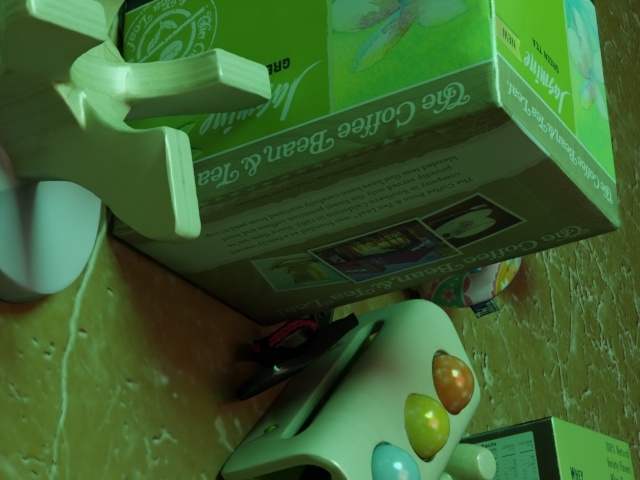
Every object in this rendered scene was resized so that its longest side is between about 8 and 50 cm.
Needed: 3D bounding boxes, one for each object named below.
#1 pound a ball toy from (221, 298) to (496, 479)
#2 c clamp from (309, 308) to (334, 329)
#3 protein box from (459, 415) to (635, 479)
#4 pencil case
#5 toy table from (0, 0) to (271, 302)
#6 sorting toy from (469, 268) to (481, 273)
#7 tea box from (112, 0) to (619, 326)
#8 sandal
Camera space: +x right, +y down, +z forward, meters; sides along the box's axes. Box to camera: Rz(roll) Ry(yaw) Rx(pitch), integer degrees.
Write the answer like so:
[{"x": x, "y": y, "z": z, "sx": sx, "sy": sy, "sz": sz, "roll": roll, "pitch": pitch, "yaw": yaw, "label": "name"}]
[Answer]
[{"x": 0.071, "y": 0.190, "z": 1.220, "sx": 0.208, "sy": 0.136, "sz": 0.319, "roll": 65, "pitch": 30, "yaw": -13, "label": "pound a ball toy"}, {"x": 0.000, "y": 0.000, "z": 1.293, "sx": 0.137, "sy": 0.022, "sz": 0.160, "roll": 75, "pitch": 19, "yaw": -50, "label": "c clamp"}, {"x": 0.227, "y": 0.300, "z": 1.430, "sx": 0.200, "sy": 0.136, "sz": 0.201, "roll": 24, "pitch": 55, "yaw": -53, "label": "protein box"}, {"x": 0.094, "y": -0.053, "z": 1.422, "sx": 0.284, "sy": 0.124, "sz": 0.124, "roll": 55, "pitch": 33, "yaw": -30, "label": "pencil case"}, {"x": -0.166, "y": -0.110, "z": 0.950, "sx": 0.252, "sy": 0.161, "sz": 0.274, "roll": -9, "pitch": 83, "yaw": -61, "label": "toy table"}, {"x": 0.169, "y": -0.108, "z": 1.409, "sx": 0.196, "sy": 0.047, "sz": 0.347, "roll": 60, "pitch": 29, "yaw": -18, "label": "sorting toy"}, {"x": 0.033, "y": -0.143, "z": 1.139, "sx": 0.220, "sy": 0.329, "sz": 0.323, "roll": 35, "pitch": 45, "yaw": -49, "label": "tea box"}, {"x": -0.025, "y": 0.087, "z": 1.185, "sx": 0.040, "sy": 0.067, "sz": 0.179, "roll": 60, "pitch": 28, "yaw": 0, "label": "sandal"}]
